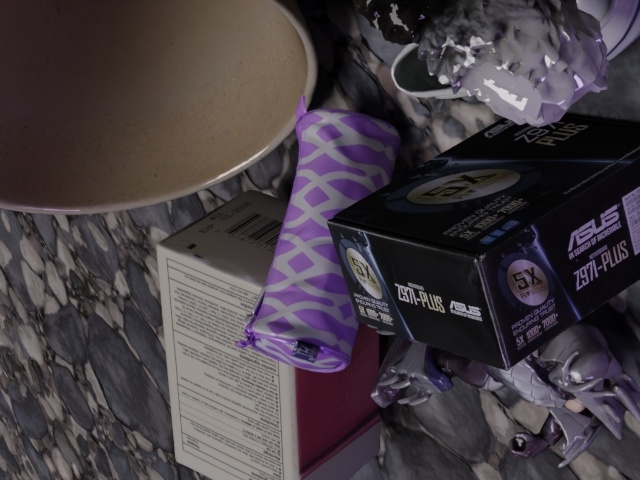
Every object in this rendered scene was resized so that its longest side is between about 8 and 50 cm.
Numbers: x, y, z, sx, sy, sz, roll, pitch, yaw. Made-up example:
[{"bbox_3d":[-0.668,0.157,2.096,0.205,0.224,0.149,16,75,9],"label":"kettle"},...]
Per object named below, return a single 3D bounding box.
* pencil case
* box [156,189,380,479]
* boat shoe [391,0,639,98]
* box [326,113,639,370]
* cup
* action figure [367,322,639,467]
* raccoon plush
[{"bbox_3d":[0.000,0.000,1.153,0.088,0.206,0.086,16,161,-3],"label":"pencil case"},{"bbox_3d":[-0.040,0.096,1.320,0.148,0.127,0.232,20,127,33],"label":"box"},{"bbox_3d":[0.125,-0.129,0.958,0.083,0.075,0.226,61,151,0],"label":"boat shoe"},{"bbox_3d":[0.123,-0.008,0.958,0.147,0.180,0.078,16,130,54],"label":"box"},{"bbox_3d":[-0.183,-0.203,1.200,0.331,0.331,0.237,116,148,-56],"label":"cup"},{"bbox_3d":[0.121,0.082,1.114,0.185,0.099,0.285,55,161,-19],"label":"action figure"},{"bbox_3d":[0.061,-0.321,0.824,0.446,0.216,0.299,41,138,10],"label":"raccoon plush"}]
